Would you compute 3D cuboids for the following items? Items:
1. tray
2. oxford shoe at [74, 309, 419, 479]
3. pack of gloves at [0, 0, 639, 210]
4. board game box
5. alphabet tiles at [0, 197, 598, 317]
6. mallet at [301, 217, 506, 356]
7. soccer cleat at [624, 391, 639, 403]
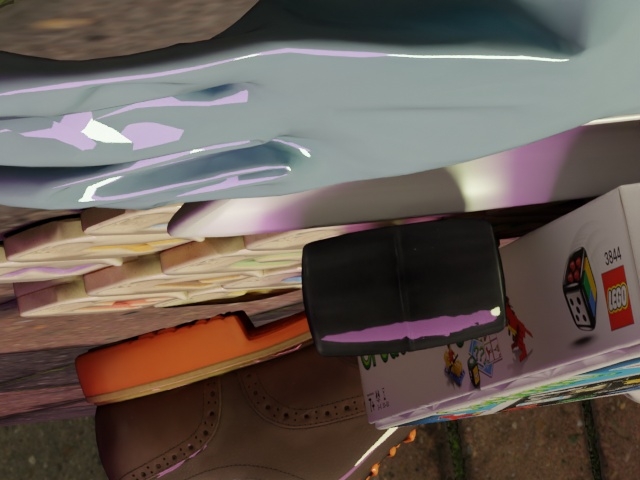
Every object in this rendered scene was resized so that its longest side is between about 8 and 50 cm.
[{"bbox_3d":[0.099,-0.037,0.560,0.270,0.030,0.145,-6,174,-17],"label":"tray"},{"bbox_3d":[0.024,0.069,0.934,0.271,0.098,0.097,-13,179,10],"label":"oxford shoe"},{"bbox_3d":[0.033,-0.064,0.280,0.232,0.046,0.195,-11,162,2],"label":"pack of gloves"},{"bbox_3d":[0.145,0.022,0.730,0.193,0.053,0.305,-7,172,-16],"label":"board game box"},{"bbox_3d":[0.000,0.000,0.800,0.278,0.021,0.284,-3,171,-40],"label":"alphabet tiles"},{"bbox_3d":[0.018,0.015,0.672,0.062,0.039,0.190,-8,-179,-6],"label":"mallet"},{"bbox_3d":[0.215,0.035,1.079,0.143,0.116,0.331,9,179,22],"label":"soccer cleat"}]
